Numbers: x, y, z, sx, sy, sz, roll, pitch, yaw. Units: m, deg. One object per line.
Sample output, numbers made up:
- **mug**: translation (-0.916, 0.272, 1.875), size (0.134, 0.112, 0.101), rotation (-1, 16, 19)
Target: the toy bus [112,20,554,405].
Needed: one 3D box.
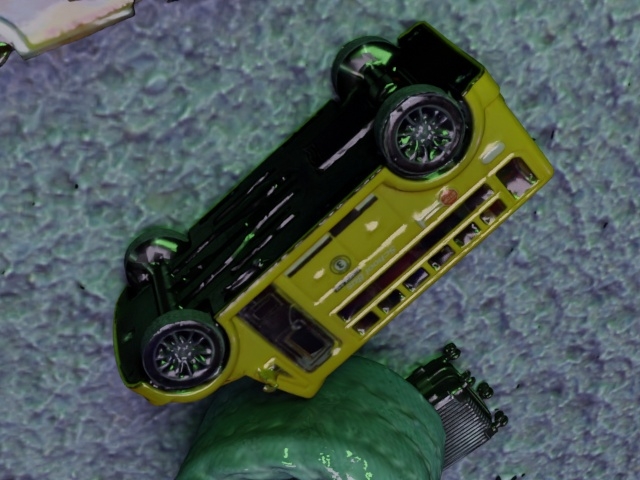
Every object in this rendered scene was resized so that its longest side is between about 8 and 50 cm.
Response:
- **toy bus**: translation (0.000, 0.000, 0.724), size (0.331, 0.145, 0.151), rotation (-42, 121, 8)

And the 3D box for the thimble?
- **thimble**: translation (-0.015, 0.207, 0.798), size (0.235, 0.143, 0.198), rotation (-28, 108, 27)

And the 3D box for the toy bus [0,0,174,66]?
- **toy bus**: translation (-0.166, -0.178, 0.619), size (0.274, 0.090, 0.112), rotation (-21, 114, -2)

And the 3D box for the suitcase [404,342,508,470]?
- **suitcase**: translation (0.096, 0.165, 0.888), size (0.126, 0.059, 0.086), rotation (-36, 119, 8)
